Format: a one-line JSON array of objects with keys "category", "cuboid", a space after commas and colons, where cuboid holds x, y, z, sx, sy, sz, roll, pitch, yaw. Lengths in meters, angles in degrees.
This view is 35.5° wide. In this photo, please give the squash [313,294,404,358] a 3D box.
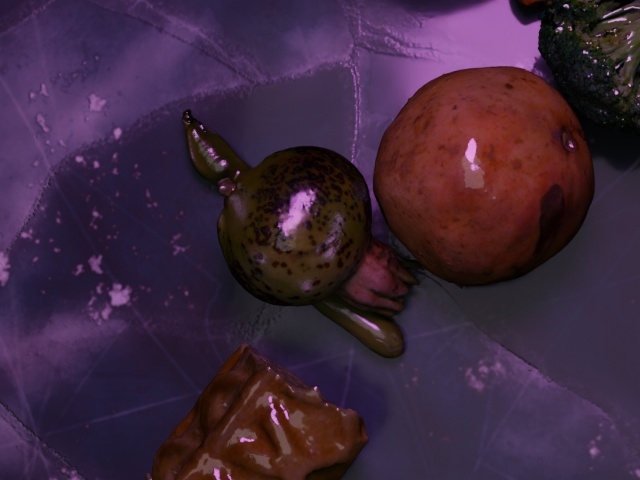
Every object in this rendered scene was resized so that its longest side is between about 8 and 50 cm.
[{"category": "squash", "cuboid": [0.041, 0.100, 1.385, 0.183, 0.052, 0.052, 37, 94, 13]}]

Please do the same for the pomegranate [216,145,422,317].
[{"category": "pomegranate", "cuboid": [-0.010, 0.006, 1.320, 0.204, 0.276, 0.222, -9, 44, 34]}]

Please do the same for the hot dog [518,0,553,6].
[{"category": "hot dog", "cuboid": [0.312, -0.445, 1.351, 0.115, 0.072, 0.269, 5, 87, 11]}]

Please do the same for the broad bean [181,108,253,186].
[{"category": "broad bean", "cuboid": [-0.133, -0.097, 1.425, 0.070, 0.048, 0.213, -35, 85, 6]}]

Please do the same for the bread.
[{"category": "bread", "cuboid": [-0.088, 0.280, 1.323, 0.196, 0.238, 0.252, 32, 88, -27]}]

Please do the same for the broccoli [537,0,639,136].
[{"category": "broccoli", "cuboid": [0.417, -0.244, 1.233, 0.269, 0.269, 0.254, -14, 55, 9]}]

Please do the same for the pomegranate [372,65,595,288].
[{"category": "pomegranate", "cuboid": [0.202, -0.084, 1.256, 0.281, 0.281, 0.281, -1, 87, 10]}]
